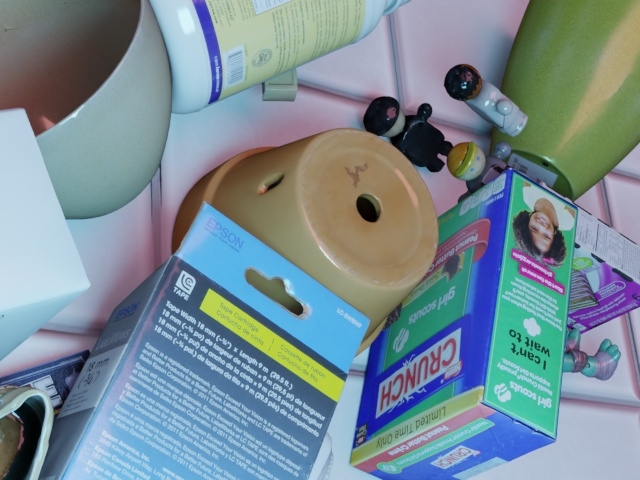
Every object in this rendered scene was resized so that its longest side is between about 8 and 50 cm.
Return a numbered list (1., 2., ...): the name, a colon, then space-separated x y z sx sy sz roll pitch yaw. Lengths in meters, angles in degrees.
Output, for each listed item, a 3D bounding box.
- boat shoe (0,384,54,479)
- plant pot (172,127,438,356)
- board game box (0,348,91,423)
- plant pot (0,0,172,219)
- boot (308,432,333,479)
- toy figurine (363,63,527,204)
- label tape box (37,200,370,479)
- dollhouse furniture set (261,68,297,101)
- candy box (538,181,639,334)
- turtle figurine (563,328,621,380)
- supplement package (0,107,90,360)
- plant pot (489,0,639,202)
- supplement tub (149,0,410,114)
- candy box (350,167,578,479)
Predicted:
1. boat shoe: -0.332 0.249 1.047 0.113 0.103 0.302 36 52 -18
2. plant pot: 0.000 0.000 1.414 0.291 0.203 0.290 16 60 -30
3. board game box: -0.307 0.219 1.180 0.243 0.042 0.165 -17 79 -41
4. plant pot: -0.270 -0.130 1.264 0.191 0.284 0.284 59 36 -46
5. boot: -0.030 0.336 1.301 0.123 0.095 0.258 41 63 -22
6. toy figurine: 0.160 -0.115 1.585 0.148 0.210 0.213 32 51 -34
7. label tape box: -0.117 0.167 1.232 0.241 0.106 0.333 37 57 -21
8. dollhouse furniture set: -0.120 -0.248 1.544 0.161 0.101 0.181 0 66 -10
9. candy box: 0.337 0.030 1.681 0.233 0.159 0.071 30 52 -21
10. turtle figurine: 0.280 0.138 1.620 0.234 0.118 0.175 14 20 -33
11. supplement package: -0.363 0.031 1.063 0.178 0.293 0.175 -14 77 -40
12. plant pot: 0.373 -0.200 1.783 0.275 0.275 0.293 39 67 -15
13. supplement tub: -0.072 -0.311 1.391 0.331 0.241 0.241 -27 85 -20
14. candy box: 0.170 0.115 1.440 0.122 0.268 0.317 25 55 -21
